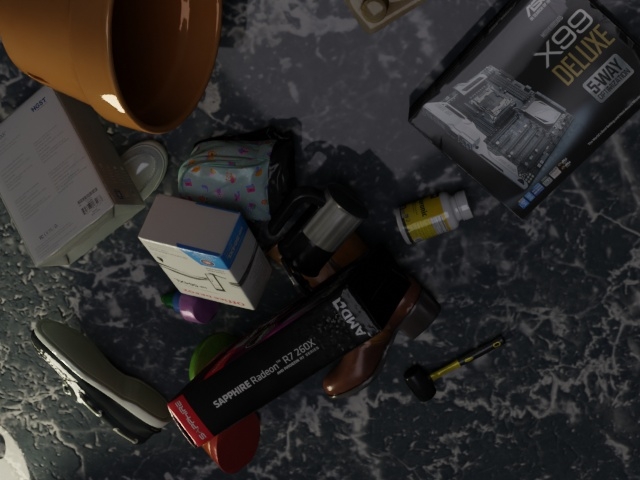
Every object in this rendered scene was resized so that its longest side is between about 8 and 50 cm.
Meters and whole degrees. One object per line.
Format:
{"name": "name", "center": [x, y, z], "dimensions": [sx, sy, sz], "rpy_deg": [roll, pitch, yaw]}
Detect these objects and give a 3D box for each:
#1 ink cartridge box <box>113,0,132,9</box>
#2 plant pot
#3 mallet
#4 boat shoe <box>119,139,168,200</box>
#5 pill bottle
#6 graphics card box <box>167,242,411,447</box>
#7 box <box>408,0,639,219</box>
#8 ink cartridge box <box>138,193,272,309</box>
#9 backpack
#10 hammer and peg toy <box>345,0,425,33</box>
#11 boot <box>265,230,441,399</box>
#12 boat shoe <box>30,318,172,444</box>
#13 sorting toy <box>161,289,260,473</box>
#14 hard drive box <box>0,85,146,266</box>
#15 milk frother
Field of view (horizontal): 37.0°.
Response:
{"name": "ink cartridge box", "center": [-0.288, -0.336, 1.438], "dimensions": [0.154, 0.093, 0.212], "rpy_deg": [-31, 106, 19]}
{"name": "plant pot", "center": [-0.284, -0.299, 1.268], "dimensions": [0.203, 0.291, 0.291], "rpy_deg": [11, 117, 20]}
{"name": "mallet", "center": [0.241, 0.225, 1.674], "dimensions": [0.189, 0.039, 0.062], "rpy_deg": [-24, 110, 12]}
{"name": "boat shoe", "center": [-0.336, -0.070, 1.573], "dimensions": [0.079, 0.081, 0.227], "rpy_deg": [42, 112, -13]}
{"name": "pill bottle", "center": [0.184, -0.041, 1.537], "dimensions": [0.116, 0.065, 0.065], "rpy_deg": [-19, 111, 14]}
{"name": "graphics card box", "center": [-0.045, 0.161, 1.494], "dimensions": [0.371, 0.233, 0.094], "rpy_deg": [-34, 93, 23]}
{"name": "box", "center": [0.321, -0.220, 1.431], "dimensions": [0.242, 0.076, 0.307], "rpy_deg": [39, 113, -12]}
{"name": "ink cartridge box", "center": [-0.179, 0.022, 1.524], "dimensions": [0.148, 0.086, 0.203], "rpy_deg": [12, 155, 19]}
{"name": "backpack", "center": [-0.134, -0.100, 1.519], "dimensions": [0.182, 0.115, 0.152], "rpy_deg": [4, 118, 8]}
{"name": "hammer and peg toy", "center": [0.070, -0.494, 1.306], "dimensions": [0.266, 0.127, 0.361], "rpy_deg": [-29, 108, 20]}
{"name": "boot", "center": [0.018, 0.107, 1.610], "dimensions": [0.280, 0.096, 0.264], "rpy_deg": [40, 115, -11]}
{"name": "boat shoe", "center": [-0.409, 0.262, 1.720], "dimensions": [0.302, 0.114, 0.091], "rpy_deg": [42, 107, -12]}
{"name": "sorting toy", "center": [-0.216, 0.243, 1.715], "dimensions": [0.126, 0.127, 0.366], "rpy_deg": [5, 116, 37]}
{"name": "hard drive box", "center": [-0.412, -0.103, 1.508], "dimensions": [0.181, 0.089, 0.232], "rpy_deg": [-34, 78, 20]}
{"name": "milk frother", "center": [0.000, 0.000, 1.473], "dimensions": [0.129, 0.143, 0.135], "rpy_deg": [16, 123, -43]}
